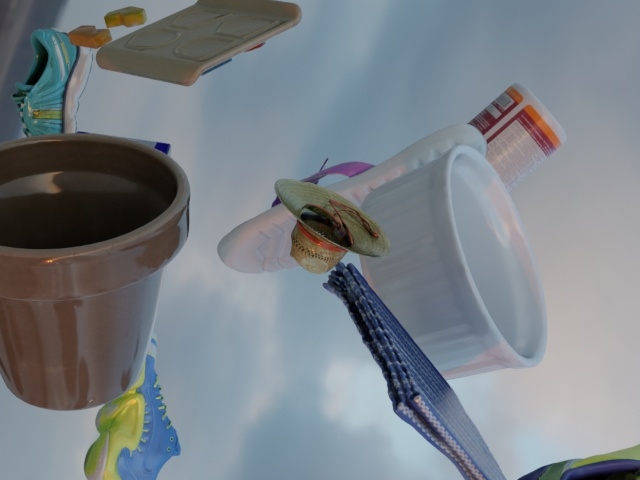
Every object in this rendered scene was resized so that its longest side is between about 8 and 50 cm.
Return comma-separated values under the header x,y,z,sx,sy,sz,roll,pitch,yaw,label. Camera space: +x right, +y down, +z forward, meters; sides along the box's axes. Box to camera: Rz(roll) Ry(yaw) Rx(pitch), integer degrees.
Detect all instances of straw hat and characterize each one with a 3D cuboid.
x,y,z,sx,sy,sz,roll,pitch,yaw,label
0.000,0.000,1.512,0.061,0.144,0.144,-57,-163,20,straw hat

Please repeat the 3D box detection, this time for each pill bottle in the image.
x,y,z,sx,sy,sz,roll,pitch,yaw,label
0.256,-0.127,2.273,0.221,0.121,0.121,-41,-163,5,pill bottle

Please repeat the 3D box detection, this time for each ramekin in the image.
x,y,z,sx,sy,sz,roll,pitch,yaw,label
0.156,0.036,1.788,0.135,0.277,0.277,-20,-142,23,ramekin

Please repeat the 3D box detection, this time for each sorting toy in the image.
x,y,z,sx,sy,sz,roll,pitch,yaw,label
-0.204,-0.290,2.124,0.229,0.307,0.041,-37,127,-35,sorting toy

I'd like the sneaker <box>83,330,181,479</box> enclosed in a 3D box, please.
x,y,z,sx,sy,sz,roll,pitch,yaw,label
-0.255,0.249,2.153,0.091,0.126,0.240,-4,-114,60,sneaker

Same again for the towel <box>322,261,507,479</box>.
x,y,z,sx,sy,sz,roll,pitch,yaw,label
0.109,0.167,1.499,0.040,0.243,0.336,-38,-157,5,towel

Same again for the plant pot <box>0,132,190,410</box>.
x,y,z,sx,sy,sz,roll,pitch,yaw,label
-0.264,0.043,1.550,0.263,0.263,0.229,-92,-178,-59,plant pot

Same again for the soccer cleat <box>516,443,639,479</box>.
x,y,z,sx,sy,sz,roll,pitch,yaw,label
0.298,0.227,1.360,0.121,0.289,0.093,-26,-105,57,soccer cleat

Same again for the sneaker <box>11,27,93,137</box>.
x,y,z,sx,sy,sz,roll,pitch,yaw,label
-0.474,-0.223,2.510,0.107,0.110,0.275,9,-94,48,sneaker

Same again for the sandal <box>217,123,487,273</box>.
x,y,z,sx,sy,sz,roll,pitch,yaw,label
0.039,-0.069,2.138,0.169,0.416,0.102,82,-17,-59,sandal

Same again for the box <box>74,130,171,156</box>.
x,y,z,sx,sy,sz,roll,pitch,yaw,label
-0.281,-0.075,2.056,0.072,0.137,0.126,-79,177,-56,box
